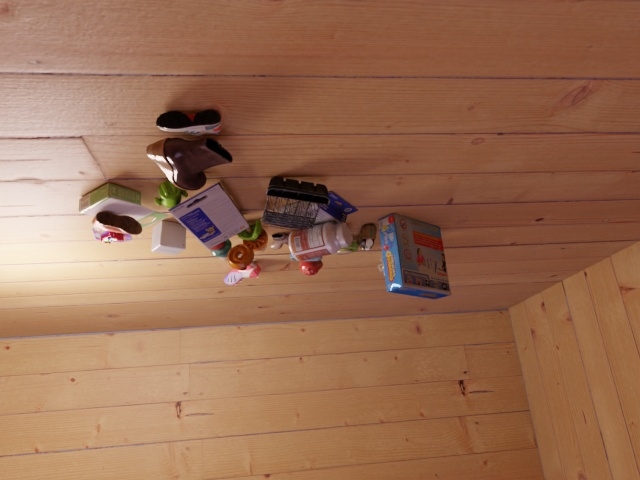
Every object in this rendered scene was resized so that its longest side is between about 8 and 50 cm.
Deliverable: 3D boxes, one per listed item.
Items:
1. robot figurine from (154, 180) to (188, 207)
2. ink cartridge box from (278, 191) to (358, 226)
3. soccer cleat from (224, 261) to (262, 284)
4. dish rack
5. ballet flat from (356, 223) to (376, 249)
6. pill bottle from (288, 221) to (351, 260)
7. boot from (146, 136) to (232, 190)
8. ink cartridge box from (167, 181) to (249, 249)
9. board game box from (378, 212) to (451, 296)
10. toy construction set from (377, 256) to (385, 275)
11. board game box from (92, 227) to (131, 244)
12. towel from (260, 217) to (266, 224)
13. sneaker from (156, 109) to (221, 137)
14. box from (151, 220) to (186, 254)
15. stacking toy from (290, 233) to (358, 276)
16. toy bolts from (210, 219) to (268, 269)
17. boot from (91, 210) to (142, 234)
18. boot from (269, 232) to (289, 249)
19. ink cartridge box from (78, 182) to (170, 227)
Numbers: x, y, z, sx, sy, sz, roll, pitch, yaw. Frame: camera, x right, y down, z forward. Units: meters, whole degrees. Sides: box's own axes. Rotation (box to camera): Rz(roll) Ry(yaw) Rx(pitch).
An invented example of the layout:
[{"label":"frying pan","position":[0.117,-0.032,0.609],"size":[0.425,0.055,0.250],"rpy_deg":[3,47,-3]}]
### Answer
[{"label":"robot figurine","position":[-0.478,-0.145,1.641],"size":[0.101,0.067,0.115],"rpy_deg":[-24,165,-20]},{"label":"ink cartridge box","position":[-0.002,-0.097,1.913],"size":[0.224,0.045,0.223],"rpy_deg":[-16,157,27]},{"label":"soccer cleat","position":[-0.387,0.150,2.464],"size":[0.248,0.083,0.095],"rpy_deg":[-16,128,39]},{"label":"dish rack","position":[-0.095,-0.106,1.753],"size":[0.209,0.074,0.271],"rpy_deg":[9,145,-10]},{"label":"ballet flat","position":[0.195,0.004,2.190],"size":[0.080,0.073,0.232],"rpy_deg":[-5,160,0]},{"label":"pill bottle","position":[0.000,0.000,1.933],"size":[0.216,0.121,0.121],"rpy_deg":[-13,158,22]},{"label":"boot","position":[-0.332,-0.206,1.429],"size":[0.207,0.090,0.248],"rpy_deg":[0,162,23]},{"label":"ink cartridge box","position":[-0.372,-0.090,1.733],"size":[0.176,0.069,0.371],"rpy_deg":[-30,161,-3]},{"label":"board game box","position":[0.382,0.070,2.087],"size":[0.308,0.301,0.086],"rpy_deg":[13,153,-39]},{"label":"toy construction set","position":[0.370,0.099,2.408],"size":[0.215,0.151,0.328],"rpy_deg":[-10,170,13]},{"label":"board game box","position":[-0.799,-0.009,1.978],"size":[0.133,0.033,0.168],"rpy_deg":[1,158,-17]},{"label":"towel","position":[-0.185,-0.080,1.968],"size":[0.083,0.009,0.060],"rpy_deg":[-10,158,11]},{"label":"sneaker","position":[-0.331,-0.287,1.312],"size":[0.162,0.057,0.075],"rpy_deg":[-5,155,-6]},{"label":"box","position":[-0.569,-0.009,1.937],"size":[0.101,0.101,0.087],"rpy_deg":[12,155,-37]},{"label":"stacking toy","position":[0.016,0.066,2.160],"size":[0.280,0.130,0.309],"rpy_deg":[-2,167,8]},{"label":"toy bolts","position":[-0.323,0.044,1.998],"size":[0.229,0.218,0.158],"rpy_deg":[-3,147,14]},{"label":"boot","position":[-0.679,-0.052,1.719],"size":[0.158,0.059,0.085],"rpy_deg":[20,153,-35]},{"label":"boot","position":[-0.178,-0.001,2.146],"size":[0.119,0.042,0.087],"rpy_deg":[-14,151,21]},{"label":"ink cartridge box","position":[-0.648,-0.110,1.716],"size":[0.171,0.056,0.235],"rpy_deg":[-18,159,33]}]
